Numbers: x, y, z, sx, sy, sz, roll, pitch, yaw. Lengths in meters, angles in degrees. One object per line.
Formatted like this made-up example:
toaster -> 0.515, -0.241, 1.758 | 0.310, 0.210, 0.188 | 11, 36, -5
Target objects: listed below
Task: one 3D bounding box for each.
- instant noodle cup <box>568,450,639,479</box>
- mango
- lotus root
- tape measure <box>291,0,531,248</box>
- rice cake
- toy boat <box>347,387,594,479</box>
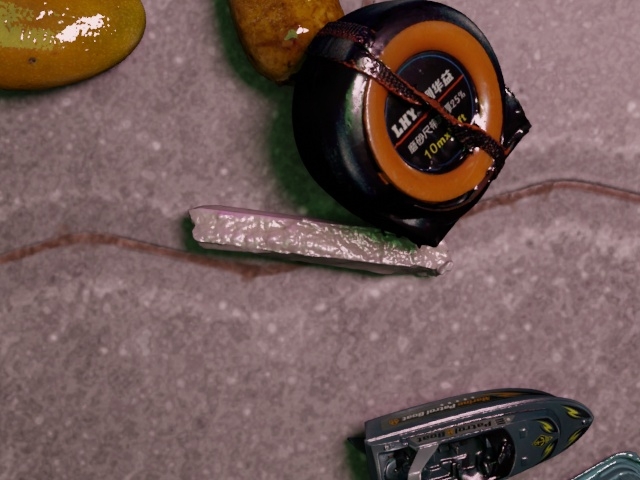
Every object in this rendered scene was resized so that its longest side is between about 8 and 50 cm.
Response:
instant noodle cup -> 0.306, 0.326, 0.853 | 0.157, 0.070, 0.179 | -30, 91, -2
mango -> -0.286, -0.212, 0.808 | 0.228, 0.099, 0.136 | 2, 85, -10
lotus root -> -0.050, -0.240, 0.814 | 0.108, 0.094, 0.190 | -30, 86, -30
tape measure -> 0.078, -0.115, 0.776 | 0.202, 0.135, 0.223 | -49, 119, -16
rice cake -> 0.000, 0.001, 0.841 | 0.270, 0.055, 0.049 | 7, 77, -1
toy boat -> 0.157, 0.204, 0.830 | 0.246, 0.103, 0.092 | -12, 117, -6
